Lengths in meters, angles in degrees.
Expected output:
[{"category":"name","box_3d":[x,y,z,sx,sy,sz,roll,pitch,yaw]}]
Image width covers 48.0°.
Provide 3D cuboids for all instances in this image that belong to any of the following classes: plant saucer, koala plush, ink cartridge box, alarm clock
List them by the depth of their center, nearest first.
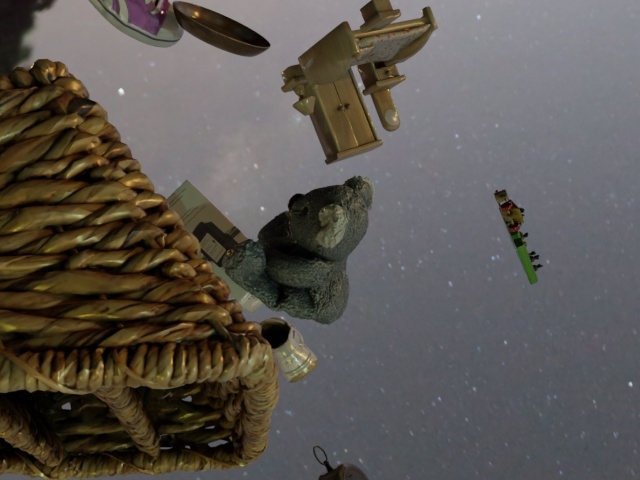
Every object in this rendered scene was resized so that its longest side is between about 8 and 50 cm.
[{"category":"koala plush","box_3d":[0.000,0.000,1.135,0.221,0.203,0.196,-53,175,28]},{"category":"plant saucer","box_3d":[-0.163,-0.338,1.162,0.029,0.168,0.168,-63,-149,21]},{"category":"alarm clock","box_3d":[0.044,0.455,1.311,0.064,0.192,0.129,-37,176,21]},{"category":"ink cartridge box","box_3d":[-0.188,0.017,1.365,0.237,0.172,0.100,44,-95,10]}]

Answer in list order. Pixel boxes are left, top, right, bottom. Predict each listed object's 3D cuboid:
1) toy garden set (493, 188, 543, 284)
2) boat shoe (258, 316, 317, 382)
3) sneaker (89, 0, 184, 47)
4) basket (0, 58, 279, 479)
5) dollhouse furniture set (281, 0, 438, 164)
[{"category":"toy garden set","box_3d":[0.481,-0.039,1.760,0.049,0.204,0.244,-21,-158,13]},{"category":"boat shoe","box_3d":[-0.090,0.198,1.468,0.098,0.096,0.277,-39,-161,-14]},{"category":"sneaker","box_3d":[-0.293,-0.424,1.122,0.161,0.282,0.102,-21,-130,34]},{"category":"basket","box_3d":[-0.174,0.086,0.448,0.213,0.299,0.223,-33,-106,-21]},{"category":"dollhouse furniture set","box_3d":[0.127,-0.276,1.247,0.303,0.174,0.355,-22,-179,-33]}]
